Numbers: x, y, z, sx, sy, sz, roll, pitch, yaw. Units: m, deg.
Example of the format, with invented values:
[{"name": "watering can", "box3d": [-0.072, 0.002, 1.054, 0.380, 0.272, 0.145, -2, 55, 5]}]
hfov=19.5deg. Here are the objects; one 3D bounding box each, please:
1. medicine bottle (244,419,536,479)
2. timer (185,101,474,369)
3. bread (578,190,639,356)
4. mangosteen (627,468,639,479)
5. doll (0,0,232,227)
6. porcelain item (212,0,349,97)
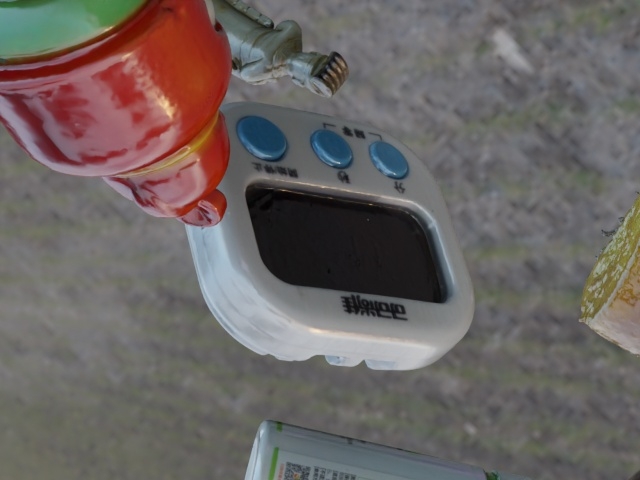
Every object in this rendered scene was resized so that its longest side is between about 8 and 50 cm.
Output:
[{"name": "medicine bottle", "box3d": [0.042, 0.174, 1.191, 0.183, 0.086, 0.086, 14, 165, -5]}, {"name": "timer", "box3d": [0.000, 0.000, 1.580, 0.087, 0.262, 0.237, -45, 49, 41]}, {"name": "bread", "box3d": [0.330, 0.039, 1.775, 0.143, 0.139, 0.229, 23, 141, 2]}, {"name": "mangosteen", "box3d": [0.397, 0.312, 1.765, 0.261, 0.235, 0.235, -3, 139, 29]}, {"name": "doll", "box3d": [-0.156, -0.132, 1.276, 0.183, 0.160, 0.363, -3, 139, 31]}, {"name": "porcelain item", "box3d": [-0.054, -0.182, 1.775, 0.213, 0.084, 0.054, 25, 163, 38]}]
